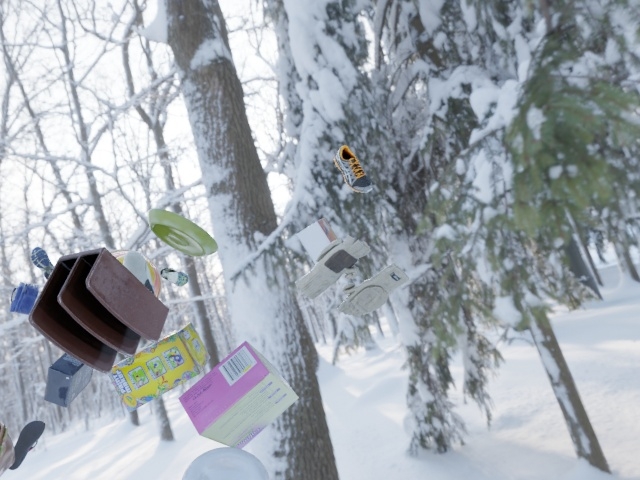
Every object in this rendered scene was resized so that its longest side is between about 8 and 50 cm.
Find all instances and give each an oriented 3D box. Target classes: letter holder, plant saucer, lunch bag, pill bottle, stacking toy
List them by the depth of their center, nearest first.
[{"bbox_3d":[-0.223,0.643,1.013,0.188,0.334,0.188,10,23,-4],"label":"pill bottle"},{"bbox_3d":[-0.577,0.201,1.234,0.152,0.214,0.302,-11,-44,17],"label":"letter holder"},{"bbox_3d":[-0.905,0.173,1.409,0.065,0.098,0.067,18,8,-32],"label":"lunch bag"},{"bbox_3d":[-0.434,-0.013,1.434,0.241,0.037,0.241,19,-27,10],"label":"plant saucer"},{"bbox_3d":[-0.843,0.162,2.042,0.350,0.350,0.480,-13,-8,-32],"label":"stacking toy"}]

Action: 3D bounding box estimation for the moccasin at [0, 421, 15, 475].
[{"bbox_3d":[-0.790,0.522,1.018,0.139,0.147,0.380,-3,6,-7],"label":"moccasin"}]

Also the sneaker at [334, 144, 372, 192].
[{"bbox_3d":[0.124,-0.268,1.746,0.084,0.215,0.083,-28,-22,-22],"label":"sneaker"}]

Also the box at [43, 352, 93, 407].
[{"bbox_3d":[-0.921,0.495,1.705,0.093,0.156,0.158,20,22,-1],"label":"box"}]

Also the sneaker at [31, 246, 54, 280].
[{"bbox_3d":[-0.947,0.085,1.590,0.052,0.135,0.058,-27,11,-22],"label":"sneaker"}]

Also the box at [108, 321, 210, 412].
[{"bbox_3d":[-0.601,0.470,1.763,0.279,0.177,0.290,-28,1,-7],"label":"box"}]

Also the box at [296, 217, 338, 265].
[{"bbox_3d":[0.000,0.000,1.649,0.091,0.130,0.170,-32,2,11],"label":"box"}]

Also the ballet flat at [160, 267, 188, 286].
[{"bbox_3d":[-0.623,0.153,1.946,0.070,0.070,0.188,-11,12,-39],"label":"ballet flat"}]

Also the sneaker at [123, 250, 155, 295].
[{"bbox_3d":[-0.616,0.150,1.587,0.085,0.237,0.086,-13,-8,-12],"label":"sneaker"}]

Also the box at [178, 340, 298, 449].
[{"bbox_3d":[-0.202,0.407,1.198,0.213,0.117,0.243,-40,-34,-10],"label":"box"}]

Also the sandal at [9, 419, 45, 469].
[{"bbox_3d":[-1.003,0.693,1.580,0.179,0.067,0.040,-59,-12,-7],"label":"sandal"}]

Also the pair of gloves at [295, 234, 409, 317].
[{"bbox_3d":[0.080,0.097,1.176,0.240,0.042,0.204,33,-69,-27],"label":"pair of gloves"}]
